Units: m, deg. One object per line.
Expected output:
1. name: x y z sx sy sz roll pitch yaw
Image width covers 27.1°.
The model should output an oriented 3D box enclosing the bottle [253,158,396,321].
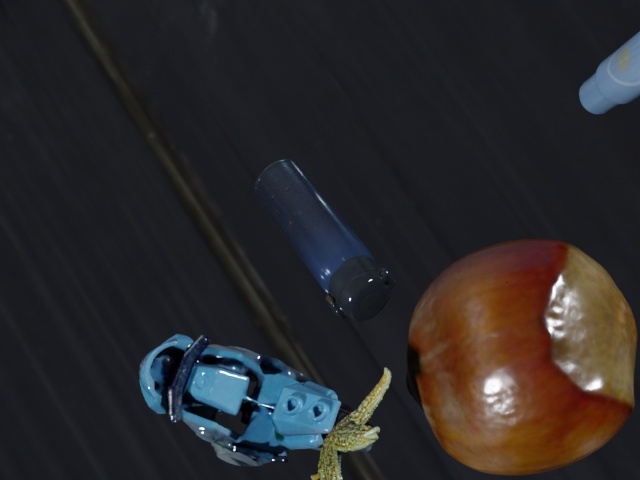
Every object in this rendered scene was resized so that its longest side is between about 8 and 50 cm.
1. bottle: 0.000 0.000 1.590 0.082 0.244 0.072 -39 140 0

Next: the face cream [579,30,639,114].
1. face cream: 0.538 -0.299 2.207 0.086 0.135 0.385 7 166 -12

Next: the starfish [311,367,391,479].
1. starfish: 0.040 0.229 1.560 0.176 0.053 0.208 -60 -173 -5

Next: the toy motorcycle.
1. toy motorcycle: -0.123 0.251 2.060 0.232 0.416 0.172 41 66 -52

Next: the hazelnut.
1. hazelnut: 0.316 0.181 2.056 0.366 0.365 0.366 -32 167 -8
